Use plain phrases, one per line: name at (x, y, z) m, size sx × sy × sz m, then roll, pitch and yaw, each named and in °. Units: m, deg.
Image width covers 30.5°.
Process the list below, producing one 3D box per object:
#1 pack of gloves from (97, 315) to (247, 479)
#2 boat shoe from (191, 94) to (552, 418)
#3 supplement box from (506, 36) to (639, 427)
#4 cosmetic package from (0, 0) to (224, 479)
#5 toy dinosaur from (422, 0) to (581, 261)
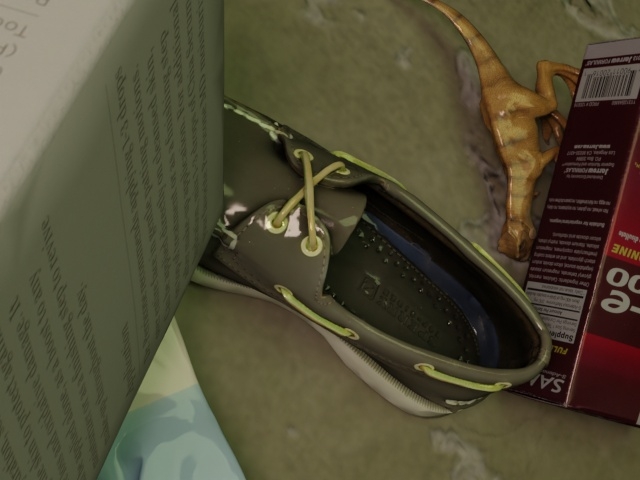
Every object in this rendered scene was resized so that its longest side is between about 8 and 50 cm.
pack of gloves at (-0.137, 0.130, 0.571) m, size 0.195 × 0.046 × 0.232 m, roll -22°, pitch 86°, yaw -25°
boat shoe at (0.002, -0.004, 0.661) m, size 0.305 × 0.091 × 0.109 m, roll 36°, pitch 59°, yaw -20°
supplement box at (0.214, 0.001, 0.773) m, size 0.130 × 0.073 × 0.239 m, roll 17°, pitch 86°, yaw -29°
cosmetic package at (-0.181, 0.071, 0.383) m, size 0.161 × 0.230 × 0.453 m, roll 17°, pitch 55°, yaw 7°
toy dinosaur at (0.127, -0.094, 0.791) m, size 0.112 × 0.064 × 0.211 m, roll -15°, pitch 84°, yaw -35°
